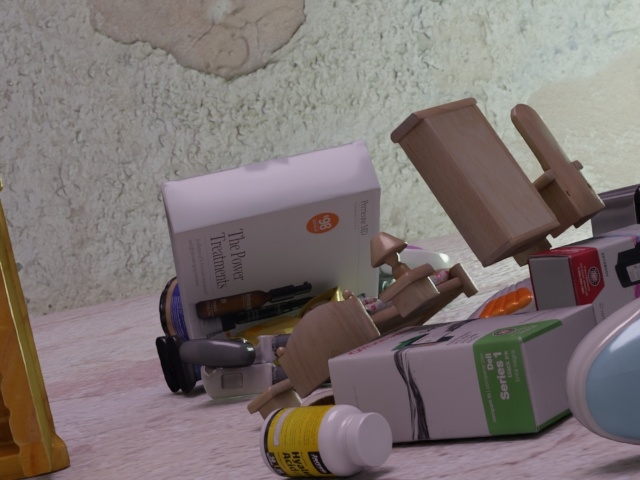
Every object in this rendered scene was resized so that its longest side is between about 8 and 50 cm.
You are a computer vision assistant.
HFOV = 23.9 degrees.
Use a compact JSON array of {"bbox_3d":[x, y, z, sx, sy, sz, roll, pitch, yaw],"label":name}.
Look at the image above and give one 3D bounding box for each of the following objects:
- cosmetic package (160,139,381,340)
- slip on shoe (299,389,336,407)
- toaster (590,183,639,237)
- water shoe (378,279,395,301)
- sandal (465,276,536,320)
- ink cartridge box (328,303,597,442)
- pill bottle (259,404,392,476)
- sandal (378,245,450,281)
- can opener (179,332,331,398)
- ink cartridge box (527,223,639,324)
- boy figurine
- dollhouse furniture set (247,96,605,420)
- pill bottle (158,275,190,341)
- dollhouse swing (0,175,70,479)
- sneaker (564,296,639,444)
[{"bbox_3d":[-0.062,0.028,2.152,0.284,0.097,0.377,-15,-32,-8],"label":"cosmetic package"},{"bbox_3d":[0.023,0.171,1.534,0.135,0.051,0.041,-12,8,-42],"label":"slip on shoe"},{"bbox_3d":[0.424,0.008,1.831,0.186,0.168,0.110,-13,1,-28],"label":"toaster"},{"bbox_3d":[0.123,0.068,2.522,0.203,0.080,0.073,-16,5,-44],"label":"water shoe"},{"bbox_3d":[0.278,0.082,1.820,0.265,0.076,0.102,-27,8,40],"label":"sandal"},{"bbox_3d":[0.141,0.130,1.456,0.219,0.092,0.160,-9,4,35],"label":"ink cartridge box"},{"bbox_3d":[0.006,0.180,1.360,0.116,0.065,0.065,-10,5,43],"label":"pill bottle"},{"bbox_3d":[-0.001,0.002,2.400,0.416,0.102,0.169,6,-9,0],"label":"sandal"},{"bbox_3d":[-0.041,0.150,1.882,0.280,0.074,0.093,-8,-11,25],"label":"can opener"},{"bbox_3d":[0.323,0.058,1.662,0.175,0.127,0.072,-15,6,-34],"label":"ink cartridge box"},{"bbox_3d":[-0.074,0.137,2.089,0.285,0.092,0.177,-16,2,-21],"label":"boy figurine"},{"bbox_3d":[0.084,0.015,1.686,0.303,0.174,0.355,-19,-18,-50],"label":"dollhouse furniture set"},{"bbox_3d":[-0.140,0.109,2.429,0.219,0.123,0.123,-6,6,31],"label":"pill bottle"},{"bbox_3d":[-0.438,0.115,1.643,0.315,0.347,0.305,-12,4,5],"label":"dollhouse swing"},{"bbox_3d":[0.371,0.081,1.140,0.366,0.135,0.150,-13,1,0],"label":"sneaker"}]
